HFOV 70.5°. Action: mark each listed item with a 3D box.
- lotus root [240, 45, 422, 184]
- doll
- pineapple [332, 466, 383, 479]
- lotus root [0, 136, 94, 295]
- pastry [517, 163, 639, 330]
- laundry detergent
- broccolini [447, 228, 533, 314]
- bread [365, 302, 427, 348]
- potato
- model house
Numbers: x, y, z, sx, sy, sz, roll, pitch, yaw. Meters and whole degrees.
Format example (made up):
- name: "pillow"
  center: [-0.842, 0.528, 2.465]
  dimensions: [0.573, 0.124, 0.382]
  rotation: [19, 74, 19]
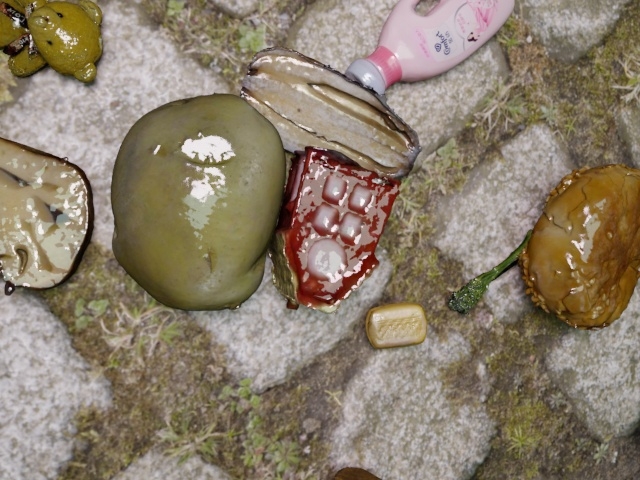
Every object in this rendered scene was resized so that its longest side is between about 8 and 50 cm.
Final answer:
- name: "lotus root"
  center: [0.025, -0.213, 0.782]
  dimensions: [0.329, 0.078, 0.167]
  rotation: [26, 123, -14]
- name: "doll"
  center: [-0.435, -0.316, 0.672]
  dimensions: [0.209, 0.097, 0.137]
  rotation: [9, 96, -8]
- name: "pineapple"
  center: [0.041, 0.532, 0.809]
  dimensions: [0.119, 0.111, 0.237]
  rotation: [16, 94, 17]
- name: "lotus root"
  center: [-0.437, -0.055, 0.690]
  dimensions: [0.170, 0.074, 0.261]
  rotation: [-14, 93, -13]
- name: "pastry"
  center: [0.497, 0.007, 0.854]
  dimensions: [0.255, 0.161, 0.311]
  rotation: [24, 88, -34]
- name: "laundry detergent"
  center: [0.190, -0.371, 0.812]
  dimensions: [0.335, 0.088, 0.159]
  rotation: [-39, 99, -8]
- name: "broccolini"
  center: [0.344, 0.057, 0.886]
  dimensions: [0.239, 0.051, 0.054]
  rotation: [-39, 90, -11]
- name: "bread"
  center: [0.138, 0.156, 0.836]
  dimensions: [0.115, 0.056, 0.082]
  rotation: [-10, 91, -7]
- name: "potato"
  center: [-0.182, -0.059, 0.672]
  dimensions: [0.242, 0.221, 0.327]
  rotation: [14, 93, -15]
- name: "model house"
  center: [0.000, 0.000, 0.729]
  dimensions: [0.159, 0.196, 0.254]
  rotation: [15, 89, -15]
